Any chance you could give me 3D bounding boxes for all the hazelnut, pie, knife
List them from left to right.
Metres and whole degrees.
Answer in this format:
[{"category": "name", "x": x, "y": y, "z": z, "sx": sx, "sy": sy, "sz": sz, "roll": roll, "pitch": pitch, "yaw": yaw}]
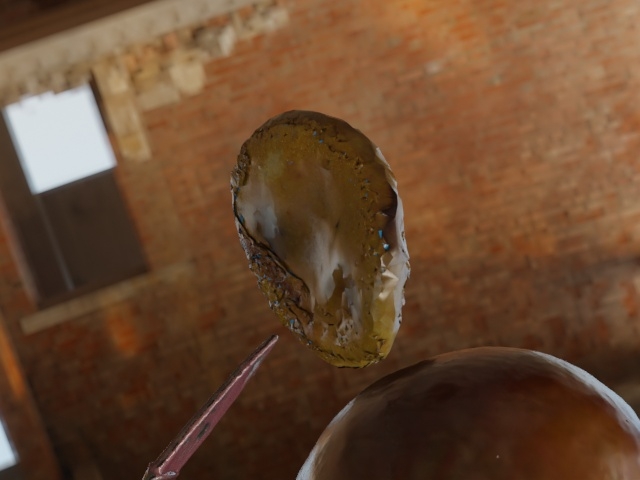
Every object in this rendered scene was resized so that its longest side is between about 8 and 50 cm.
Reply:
[{"category": "knife", "x": -0.101, "y": 0.145, "z": 0.994, "sx": 0.018, "sy": 0.035, "sz": 0.247, "roll": 30, "pitch": -113, "yaw": 20}, {"category": "pie", "x": 0.001, "y": 0.001, "z": 1.653, "sx": 0.069, "sy": 0.273, "sz": 0.273, "roll": -11, "pitch": -172, "yaw": -35}, {"category": "hazelnut", "x": 0.118, "y": 0.263, "z": 1.260, "sx": 0.365, "sy": 0.366, "sz": 0.366, "roll": -17, "pitch": -165, "yaw": 5}]
